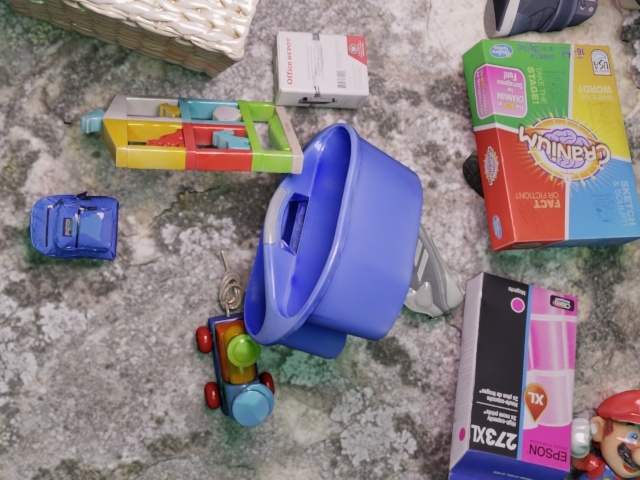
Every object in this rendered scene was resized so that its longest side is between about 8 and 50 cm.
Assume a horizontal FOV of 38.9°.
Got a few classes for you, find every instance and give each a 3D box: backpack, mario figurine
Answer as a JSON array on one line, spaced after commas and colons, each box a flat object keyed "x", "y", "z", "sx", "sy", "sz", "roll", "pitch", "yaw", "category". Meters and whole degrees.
[{"x": -0.349, "y": -0.023, "z": 1.281, "sx": 0.120, "sy": 0.101, "sz": 0.097, "roll": 4, "pitch": 86, "yaw": -10, "category": "backpack"}, {"x": 0.474, "y": 0.395, "z": 1.458, "sx": 0.198, "sy": 0.170, "sz": 0.320, "roll": 14, "pitch": 99, "yaw": -48, "category": "mario figurine"}]

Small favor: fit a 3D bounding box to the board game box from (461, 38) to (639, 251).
[{"x": 0.359, "y": -0.147, "z": 1.397, "sx": 0.242, "sy": 0.064, "sz": 0.316, "roll": -3, "pitch": 78, "yaw": -22, "category": "board game box"}]

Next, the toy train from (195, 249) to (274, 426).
[{"x": -0.123, "y": 0.142, "z": 1.320, "sx": 0.105, "sy": 0.143, "sz": 0.247, "roll": -9, "pitch": 96, "yaw": -13, "category": "toy train"}]

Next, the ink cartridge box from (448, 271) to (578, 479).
[{"x": 0.300, "y": 0.245, "z": 1.402, "sx": 0.176, "sy": 0.069, "sz": 0.370, "roll": 15, "pitch": 69, "yaw": -14, "category": "ink cartridge box"}]

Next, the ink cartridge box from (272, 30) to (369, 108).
[{"x": -0.002, "y": -0.254, "z": 1.356, "sx": 0.135, "sy": 0.056, "sz": 0.099, "roll": 1, "pitch": 74, "yaw": -13, "category": "ink cartridge box"}]

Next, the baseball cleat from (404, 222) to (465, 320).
[{"x": 0.141, "y": 0.033, "z": 1.414, "sx": 0.109, "sy": 0.072, "sz": 0.205, "roll": -34, "pitch": 97, "yaw": -2, "category": "baseball cleat"}]

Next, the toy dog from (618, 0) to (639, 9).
[{"x": 0.575, "y": -0.454, "z": 1.331, "sx": 0.408, "sy": 0.395, "sz": 0.284, "roll": -13, "pitch": 105, "yaw": -21, "category": "toy dog"}]

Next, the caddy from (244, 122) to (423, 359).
[{"x": 0.000, "y": 0.000, "z": 1.264, "sx": 0.179, "sy": 0.241, "sz": 0.341, "roll": 27, "pitch": 57, "yaw": -24, "category": "caddy"}]

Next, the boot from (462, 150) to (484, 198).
[{"x": 0.355, "y": -0.112, "z": 1.463, "sx": 0.247, "sy": 0.083, "sz": 0.161, "roll": 33, "pitch": 74, "yaw": -13, "category": "boot"}]

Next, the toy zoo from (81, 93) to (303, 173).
[{"x": -0.184, "y": -0.153, "z": 1.268, "sx": 0.293, "sy": 0.192, "sz": 0.030, "roll": 1, "pitch": 121, "yaw": -14, "category": "toy zoo"}]

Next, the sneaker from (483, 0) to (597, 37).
[{"x": 0.356, "y": -0.410, "z": 1.380, "sx": 0.164, "sy": 0.226, "sz": 0.086, "roll": -4, "pitch": 55, "yaw": -13, "category": "sneaker"}]

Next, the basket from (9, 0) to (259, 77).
[{"x": -0.229, "y": -0.393, "z": 1.171, "sx": 0.331, "sy": 0.328, "sz": 0.266, "roll": 17, "pitch": 91, "yaw": -14, "category": "basket"}]
